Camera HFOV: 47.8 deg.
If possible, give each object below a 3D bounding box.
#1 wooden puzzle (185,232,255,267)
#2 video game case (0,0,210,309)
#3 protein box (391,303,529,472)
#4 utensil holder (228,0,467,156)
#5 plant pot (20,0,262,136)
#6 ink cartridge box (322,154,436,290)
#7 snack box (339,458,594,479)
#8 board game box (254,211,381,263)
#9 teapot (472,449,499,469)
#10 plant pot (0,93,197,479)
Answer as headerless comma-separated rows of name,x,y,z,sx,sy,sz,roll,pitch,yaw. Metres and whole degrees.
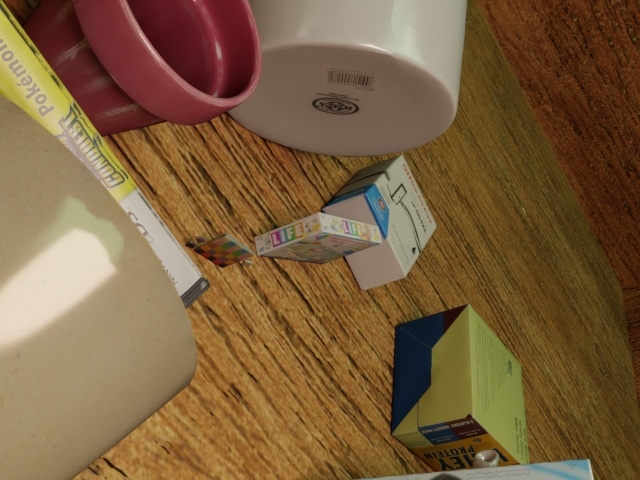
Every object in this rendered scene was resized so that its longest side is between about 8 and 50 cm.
wooden puzzle,-0.110,0.012,0.824,0.083,0.049,0.006,37,41,-44
video game case,-0.213,-0.069,0.493,0.035,0.275,0.248,-44,118,-23
protein box,0.224,0.249,1.150,0.201,0.136,0.200,45,37,-36
utensil holder,0.038,-0.345,0.959,0.327,0.327,0.385,27,64,-51
plant pot,-0.185,-0.187,0.687,0.201,0.180,0.201,37,43,-44
ink cartridge box,0.101,-0.035,1.168,0.148,0.086,0.203,63,31,-13
snack box,0.138,0.345,0.767,0.060,0.322,0.187,61,22,-60
board game box,0.000,0.000,0.961,0.154,0.103,0.026,11,64,-57
teapot,0.161,0.428,0.851,0.187,0.252,0.256,43,23,-30
plant pot,-0.252,0.086,0.379,0.274,0.256,0.256,-47,116,-34
